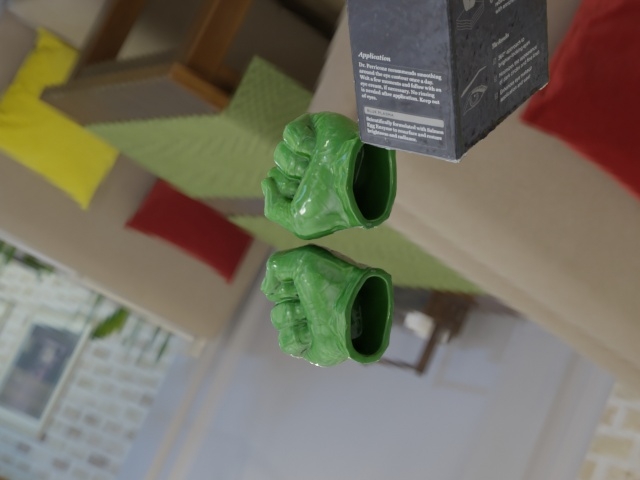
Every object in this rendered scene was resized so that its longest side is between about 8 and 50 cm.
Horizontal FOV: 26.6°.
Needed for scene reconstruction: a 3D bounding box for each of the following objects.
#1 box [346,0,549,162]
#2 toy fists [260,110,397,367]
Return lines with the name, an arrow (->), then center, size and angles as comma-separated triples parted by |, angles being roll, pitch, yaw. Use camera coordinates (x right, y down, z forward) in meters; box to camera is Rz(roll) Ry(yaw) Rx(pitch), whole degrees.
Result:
box -> 0.100, -0.168, 1.037 | 0.093, 0.156, 0.158 | 14, 126, 32
toy fists -> 0.000, 0.000, 1.472 | 0.096, 0.279, 0.142 | -9, -167, -41
